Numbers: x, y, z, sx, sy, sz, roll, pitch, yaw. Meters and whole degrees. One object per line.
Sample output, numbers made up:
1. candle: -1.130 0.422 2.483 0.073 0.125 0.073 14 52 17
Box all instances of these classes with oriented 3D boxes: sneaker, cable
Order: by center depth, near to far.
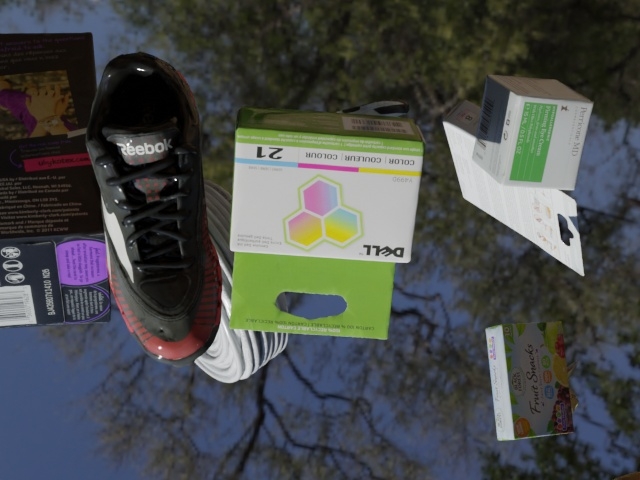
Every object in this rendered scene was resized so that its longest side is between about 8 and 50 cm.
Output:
1. sneaker: -0.140 -0.033 0.917 0.097 0.276 0.135 -8 169 -4
2. sneaker: 0.052 -0.132 1.238 0.109 0.044 0.040 -13 179 25
3. cable: -0.140 0.049 1.356 0.089 0.257 0.257 -31 -102 -27

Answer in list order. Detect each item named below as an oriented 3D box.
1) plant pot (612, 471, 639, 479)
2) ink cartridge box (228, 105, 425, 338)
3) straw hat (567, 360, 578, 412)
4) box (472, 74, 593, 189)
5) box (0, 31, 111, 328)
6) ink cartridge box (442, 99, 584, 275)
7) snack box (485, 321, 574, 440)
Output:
1. plant pot: 0.417 0.423 1.490 0.236 0.236 0.032 1 -161 -23
2. ink cartridge box: 0.000 0.000 1.143 0.188 0.255 0.097 4 -160 -3
3. straw hat: 0.375 0.260 1.751 0.061 0.144 0.144 49 -149 8
4. box: 0.225 -0.116 1.177 0.087 0.101 0.102 3 -159 -14
5. box: -0.295 -0.064 1.130 0.143 0.165 0.270 -3 -126 -12
6. ink cartridge box: 0.282 -0.074 1.522 0.232 0.189 0.066 32 -109 33
7. snack box: 0.263 0.175 1.380 0.100 0.141 0.037 -1 170 -29
